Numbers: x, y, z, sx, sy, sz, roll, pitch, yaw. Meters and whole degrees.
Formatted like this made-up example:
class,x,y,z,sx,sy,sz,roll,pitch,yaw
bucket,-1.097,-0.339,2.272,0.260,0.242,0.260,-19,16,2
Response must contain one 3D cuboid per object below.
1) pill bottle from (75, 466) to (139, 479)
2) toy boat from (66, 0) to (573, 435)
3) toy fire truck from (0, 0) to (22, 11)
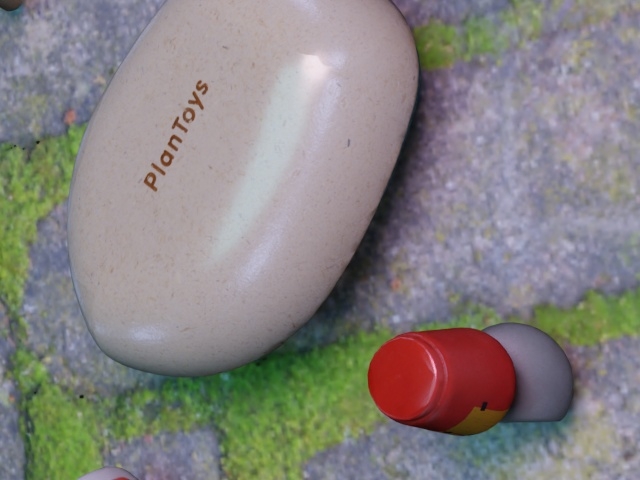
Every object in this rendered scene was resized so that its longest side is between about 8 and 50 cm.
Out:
class,x,y,z,sx,sy,sz,roll,pitch,yaw
pill bottle,-0.088,0.233,1.108,0.193,0.108,0.108,37,112,24
toy boat,0.000,0.000,1.031,0.318,0.148,0.267,44,110,29
toy fire truck,-0.281,-0.263,1.134,0.246,0.217,0.158,31,109,10
